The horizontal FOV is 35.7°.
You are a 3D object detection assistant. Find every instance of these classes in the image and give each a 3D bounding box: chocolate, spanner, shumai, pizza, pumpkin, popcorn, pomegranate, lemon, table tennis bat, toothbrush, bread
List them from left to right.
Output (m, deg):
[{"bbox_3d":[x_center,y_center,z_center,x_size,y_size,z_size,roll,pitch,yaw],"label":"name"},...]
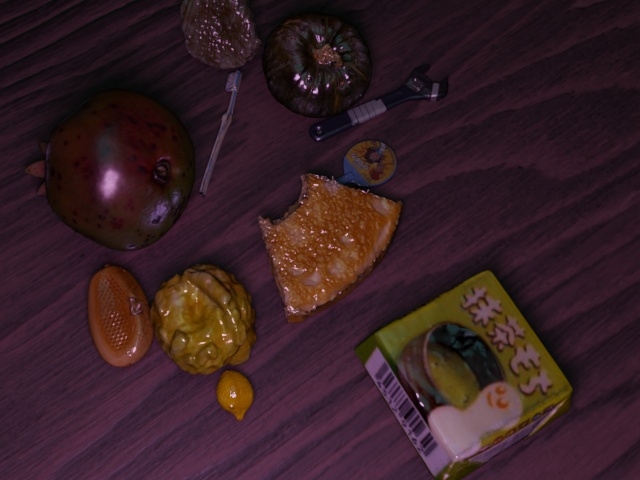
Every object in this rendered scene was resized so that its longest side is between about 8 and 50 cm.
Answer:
[{"bbox_3d":[-0.380,-0.114,1.819,0.290,0.323,0.291,15,65,-34],"label":"pomegranate"},{"bbox_3d":[-0.356,0.137,1.779,0.114,0.077,0.189,-19,69,9],"label":"bread"},{"bbox_3d":[-0.202,0.139,1.753,0.197,0.155,0.198,-1,79,5],"label":"popcorn"},{"bbox_3d":[-0.196,-0.214,1.970,0.028,0.026,0.294,3,65,16],"label":"toothbrush"},{"bbox_3d":[-0.196,-0.449,2.039,0.184,0.184,0.142,19,37,3],"label":"shumai"},{"bbox_3d":[-0.150,0.270,1.744,0.065,0.065,0.092,-15,75,-11],"label":"lemon"},{"bbox_3d":[-0.007,-0.350,1.975,0.223,0.157,0.224,2,76,-10],"label":"pumpkin"},{"bbox_3d":[0.000,0.000,1.861,0.223,0.089,0.323,42,68,6],"label":"pizza"},{"bbox_3d":[0.082,-0.142,1.968,0.155,0.019,0.100,-32,74,-19],"label":"table tennis bat"},{"bbox_3d":[0.116,-0.277,2.029,0.316,0.024,0.087,-25,69,-13],"label":"spanner"},{"bbox_3d":[0.259,0.231,1.756,0.288,0.137,0.301,-27,72,-16],"label":"chocolate"}]
